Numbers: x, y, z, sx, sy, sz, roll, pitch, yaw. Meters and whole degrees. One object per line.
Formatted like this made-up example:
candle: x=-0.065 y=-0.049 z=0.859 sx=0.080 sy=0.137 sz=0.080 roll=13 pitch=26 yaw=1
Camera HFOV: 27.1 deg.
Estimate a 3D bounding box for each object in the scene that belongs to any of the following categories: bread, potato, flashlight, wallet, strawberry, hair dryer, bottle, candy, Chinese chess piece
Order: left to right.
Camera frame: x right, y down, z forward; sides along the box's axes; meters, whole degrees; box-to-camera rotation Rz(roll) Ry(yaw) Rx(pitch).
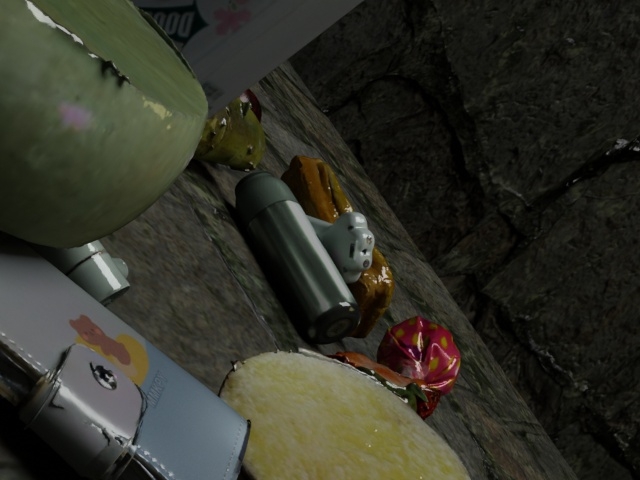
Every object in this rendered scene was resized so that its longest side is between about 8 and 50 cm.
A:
Chinese chess piece: x=-0.240 y=-0.146 z=0.912 sx=0.349 sy=0.146 sz=0.349 roll=42 pitch=11 yaw=-10
wallet: x=-0.148 y=0.097 z=0.858 sx=0.231 sy=0.069 sz=0.170 roll=41 pitch=15 yaw=-10
hair dryer: x=-0.183 y=0.018 z=1.069 sx=0.082 sy=0.047 sz=0.137 roll=54 pitch=3 yaw=6
potato: x=-0.143 y=-0.154 z=1.701 sx=0.225 sy=0.090 sz=0.117 roll=29 pitch=65 yaw=-55
bottle: x=-0.035 y=0.022 z=1.714 sx=0.253 sy=0.079 sz=0.096 roll=59 pitch=-28 yaw=30
potato: x=-0.003 y=0.202 z=1.073 sx=0.239 sy=0.116 sz=0.299 roll=46 pitch=19 yaw=9
flashlight: x=0.000 y=0.000 z=1.767 sx=0.047 sy=0.093 sz=0.200 roll=2 pitch=7 yaw=-39
bread: x=0.010 y=0.011 z=1.857 sx=0.077 sy=0.139 sz=0.271 roll=1 pitch=43 yaw=-35
strawberry: x=0.066 y=0.179 z=1.597 sx=0.146 sy=0.082 sz=0.187 roll=29 pitch=5 yaw=1
candy: x=0.111 y=0.202 z=1.743 sx=0.124 sy=0.124 sz=0.365 roll=53 pitch=20 yaw=-6

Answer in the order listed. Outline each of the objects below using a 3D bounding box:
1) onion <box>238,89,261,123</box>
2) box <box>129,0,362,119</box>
onion: x=-0.135 y=-0.171 z=1.836 sx=0.118 sy=0.118 sz=0.117 roll=57 pitch=14 yaw=24
box: x=-0.118 y=-0.228 z=1.289 sx=0.190 sy=0.370 sz=0.112 roll=59 pitch=9 yaw=22
